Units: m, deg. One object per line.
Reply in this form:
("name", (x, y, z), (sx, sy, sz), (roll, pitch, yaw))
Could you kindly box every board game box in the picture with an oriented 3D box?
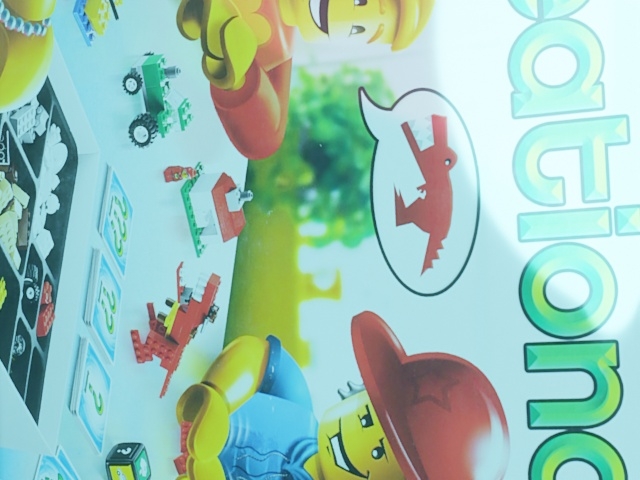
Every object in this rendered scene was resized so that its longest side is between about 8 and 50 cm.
("board game box", (0.000, 0.000, 0.368), (0.193, 0.053, 0.305), (-4, 86, 26))
